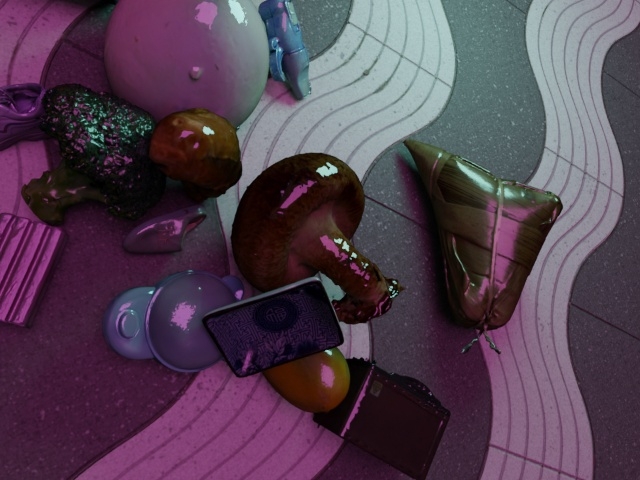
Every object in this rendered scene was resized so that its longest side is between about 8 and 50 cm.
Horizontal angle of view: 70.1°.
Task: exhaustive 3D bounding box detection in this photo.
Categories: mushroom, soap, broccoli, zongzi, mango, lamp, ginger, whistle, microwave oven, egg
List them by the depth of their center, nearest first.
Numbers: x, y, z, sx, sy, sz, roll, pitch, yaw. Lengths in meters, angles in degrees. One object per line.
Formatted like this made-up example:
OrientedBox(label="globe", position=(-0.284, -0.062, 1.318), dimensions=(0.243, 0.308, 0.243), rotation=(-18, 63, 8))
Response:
OrientedBox(label="soap", position=(-0.589, 0.057, 0.885), dimensions=(0.122, 0.065, 0.203), rotation=(20, 71, -18))
OrientedBox(label="broccoli", position=(-0.453, -0.160, 0.901), dimensions=(0.297, 0.297, 0.297), rotation=(-34, 92, -4))
OrientedBox(label="ginger", position=(-0.234, -0.172, 0.939), dimensions=(0.165, 0.321, 0.172), rotation=(43, 83, 6))
OrientedBox(label="lamp", position=(-0.291, 0.165, 0.940), dimensions=(0.284, 0.147, 0.209), rotation=(2, 81, -21))
OrientedBox(label="egg", position=(-0.273, -0.419, 0.982), dimensions=(0.355, 0.340, 0.354), rotation=(6, 75, -23))
OrientedBox(label="mushroom", position=(-0.021, 0.005, 0.999), dimensions=(0.331, 0.334, 0.356), rotation=(-23, 55, -8))
OrientedBox(label="mango", position=(-0.051, 0.271, 1.000), dimensions=(0.251, 0.114, 0.156), rotation=(28, 100, 18))
OrientedBox(label="microwave oven", position=(0.139, 0.397, 1.048), dimensions=(0.247, 0.178, 0.188), rotation=(33, 68, -13))
OrientedBox(label="whistle", position=(-0.085, -0.501, 1.177), dimensions=(0.180, 0.093, 0.269), rotation=(-56, 137, -49))
OrientedBox(label="zongzi", position=(0.344, 0.016, 1.265), dimensions=(0.467, 0.218, 0.499), rotation=(26, 80, 11))

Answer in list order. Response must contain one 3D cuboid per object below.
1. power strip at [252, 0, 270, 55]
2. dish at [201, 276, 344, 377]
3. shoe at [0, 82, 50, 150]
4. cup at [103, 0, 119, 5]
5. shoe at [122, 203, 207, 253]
OrientedBox(label="power strip", position=(-0.179, -0.617, 1.221), dimensions=(0.098, 0.058, 0.338), rotation=(2, 77, -23))
OrientedBox(label="dish", position=(-0.091, 0.161, 0.925), dimensions=(0.243, 0.080, 0.181), rotation=(-19, 122, 2))
OrientedBox(label="shoe", position=(-0.641, -0.247, 0.897), dimensions=(0.245, 0.137, 0.095), rotation=(-19, 81, -25))
OrientedBox(label="cup", position=(-0.574, -0.700, 0.977), dimensions=(0.292, 0.242, 0.307), rotation=(7, 78, -19))
OrientedBox(label="shoe", position=(-0.328, -0.013, 1.002), dimensions=(0.195, 0.079, 0.078), rotation=(-32, 77, -31))
